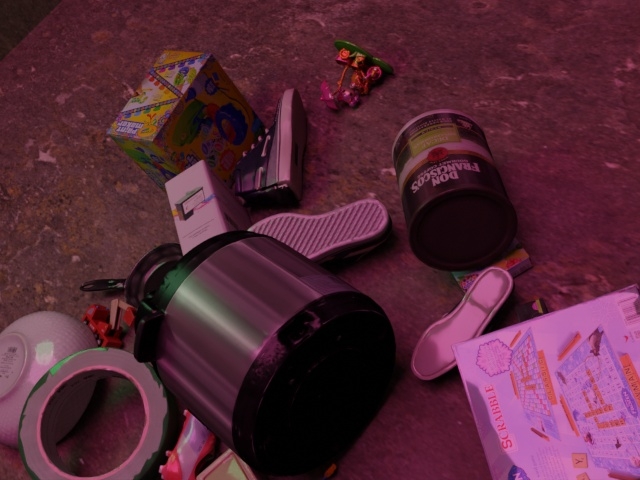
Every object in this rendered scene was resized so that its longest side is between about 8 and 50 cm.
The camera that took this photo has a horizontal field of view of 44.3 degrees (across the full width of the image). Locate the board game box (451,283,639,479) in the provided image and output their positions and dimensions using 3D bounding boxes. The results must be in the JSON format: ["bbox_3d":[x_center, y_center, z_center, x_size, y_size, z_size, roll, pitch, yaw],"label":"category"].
[{"bbox_3d":[0.406,0.270,1.250,0.318,0.066,0.318,-21,65,16],"label":"board game box"}]

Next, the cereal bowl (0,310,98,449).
[{"bbox_3d":[-0.690,0.315,1.842,0.339,0.141,0.338,-16,58,28],"label":"cereal bowl"}]

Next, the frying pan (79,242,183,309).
[{"bbox_3d":[-0.446,0.124,1.933,0.326,0.053,0.197,-28,47,13],"label":"frying pan"}]

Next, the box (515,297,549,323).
[{"bbox_3d":[0.385,0.153,1.392,0.052,0.083,0.062,-21,48,16],"label":"box"}]

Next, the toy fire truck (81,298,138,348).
[{"bbox_3d":[-0.495,0.190,1.883,0.192,0.047,0.135,38,102,43],"label":"toy fire truck"}]

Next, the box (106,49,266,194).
[{"bbox_3d":[-0.331,-0.278,1.999,0.177,0.290,0.279,14,66,36],"label":"box"}]

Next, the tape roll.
[{"bbox_3d":[-0.464,0.388,1.650,0.322,0.077,0.321,-2,66,5],"label":"tape roll"}]

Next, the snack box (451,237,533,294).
[{"bbox_3d":[0.328,0.044,1.539,0.141,0.037,0.100,-32,45,6],"label":"snack box"}]

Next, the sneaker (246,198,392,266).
[{"bbox_3d":[0.000,0.000,1.695,0.321,0.127,0.126,-10,73,12],"label":"sneaker"}]

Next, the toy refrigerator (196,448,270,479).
[{"bbox_3d":[-0.117,0.506,1.421,0.102,0.094,0.269,-40,47,-2],"label":"toy refrigerator"}]

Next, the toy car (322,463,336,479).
[{"bbox_3d":[0.022,0.471,1.418,0.040,0.060,0.122,-59,7,44],"label":"toy car"}]

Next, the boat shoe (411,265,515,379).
[{"bbox_3d":[0.266,0.158,1.460,0.095,0.079,0.254,34,86,27],"label":"boat shoe"}]

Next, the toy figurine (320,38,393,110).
[{"bbox_3d":[0.074,-0.398,1.995,0.173,0.130,0.159,28,87,16],"label":"toy figurine"}]

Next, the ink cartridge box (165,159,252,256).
[{"bbox_3d":[-0.237,-0.018,1.809,0.117,0.201,0.278,-31,47,8],"label":"ink cartridge box"}]

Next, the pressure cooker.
[{"bbox_3d":[-0.114,0.182,1.474,0.420,0.370,0.375,31,73,38],"label":"pressure cooker"}]

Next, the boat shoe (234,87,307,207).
[{"bbox_3d":[-0.128,-0.232,1.952,0.158,0.127,0.340,-8,54,16],"label":"boat shoe"}]

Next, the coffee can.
[{"bbox_3d":[0.255,-0.103,1.549,0.202,0.201,0.275,-23,37,15],"label":"coffee can"}]

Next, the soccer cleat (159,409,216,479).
[{"bbox_3d":[-0.243,0.391,1.606,0.095,0.083,0.248,18,58,6],"label":"soccer cleat"}]
